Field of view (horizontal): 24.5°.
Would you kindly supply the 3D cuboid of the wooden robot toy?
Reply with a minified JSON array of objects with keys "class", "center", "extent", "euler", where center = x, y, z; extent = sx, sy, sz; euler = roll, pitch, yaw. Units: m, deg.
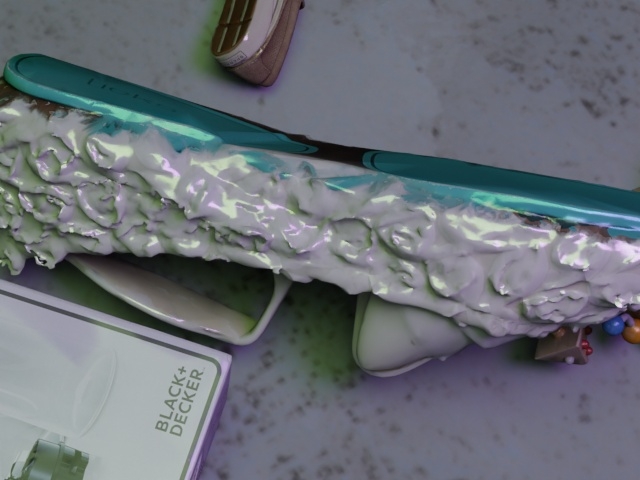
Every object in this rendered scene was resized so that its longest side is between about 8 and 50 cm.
[{"class":"wooden robot toy","center":[0.195,0.026,0.866],"extent":[0.079,0.076,0.173],"euler":[48,68,-25]}]

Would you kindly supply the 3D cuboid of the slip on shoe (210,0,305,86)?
[{"class":"slip on shoe","center":[-0.029,-0.157,0.916],"extent":[0.041,0.051,0.135],"euler":[36,53,-34]}]

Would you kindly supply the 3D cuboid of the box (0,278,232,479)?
[{"class":"box","center":[-0.208,0.100,0.771],"extent":[0.290,0.087,0.169],"euler":[17,68,0]}]

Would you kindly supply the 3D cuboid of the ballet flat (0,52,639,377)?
[{"class":"ballet flat","center":[0.000,0.000,0.815],"extent":[0.409,0.147,0.147],"euler":[13,68,7]}]
